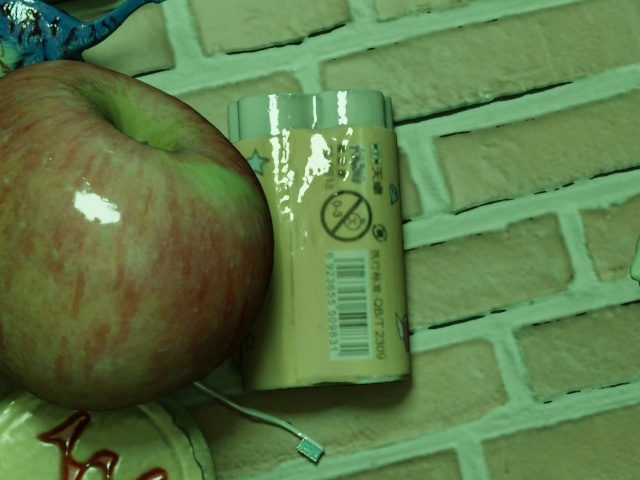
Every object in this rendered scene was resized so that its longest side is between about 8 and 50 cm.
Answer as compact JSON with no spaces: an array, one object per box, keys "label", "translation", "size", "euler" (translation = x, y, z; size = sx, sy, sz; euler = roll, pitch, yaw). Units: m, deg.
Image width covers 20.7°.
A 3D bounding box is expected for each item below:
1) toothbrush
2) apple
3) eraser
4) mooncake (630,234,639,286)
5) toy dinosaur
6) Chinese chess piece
[{"label":"toothbrush","translation":[-0.085,0.161,1.748],"size":[0.204,0.017,0.022],"euler":[31,64,0]},{"label":"apple","translation":[-0.209,0.003,1.625],"size":[0.345,0.345,0.269],"euler":[26,111,0]},{"label":"eraser","translation":[0.000,0.000,1.738],"size":[0.171,0.087,0.290],"euler":[-3,84,-6]},{"label":"mooncake","translation":[0.457,-0.016,1.723],"size":[0.250,0.136,0.254],"euler":[23,94,15]},{"label":"toy dinosaur","translation":[-0.295,-0.193,1.719],"size":[0.329,0.144,0.076],"euler":[3,43,8]},{"label":"Chinese chess piece","translation":[-0.223,0.246,1.690],"size":[0.250,0.103,0.249],"euler":[1,82,-4]}]
